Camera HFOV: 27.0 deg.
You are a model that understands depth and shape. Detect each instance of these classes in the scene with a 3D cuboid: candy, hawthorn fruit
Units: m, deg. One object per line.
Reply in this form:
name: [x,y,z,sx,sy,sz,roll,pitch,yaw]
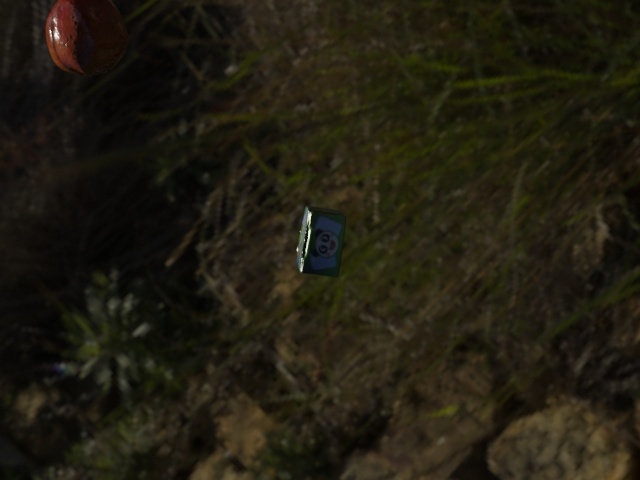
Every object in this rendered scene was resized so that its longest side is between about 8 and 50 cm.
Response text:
candy: [0.000,0.000,2.037,0.062,0.097,0.194,9,-176,-2]
hawthorn fruit: [-0.325,-0.284,1.843,0.128,0.128,0.128,36,152,23]
